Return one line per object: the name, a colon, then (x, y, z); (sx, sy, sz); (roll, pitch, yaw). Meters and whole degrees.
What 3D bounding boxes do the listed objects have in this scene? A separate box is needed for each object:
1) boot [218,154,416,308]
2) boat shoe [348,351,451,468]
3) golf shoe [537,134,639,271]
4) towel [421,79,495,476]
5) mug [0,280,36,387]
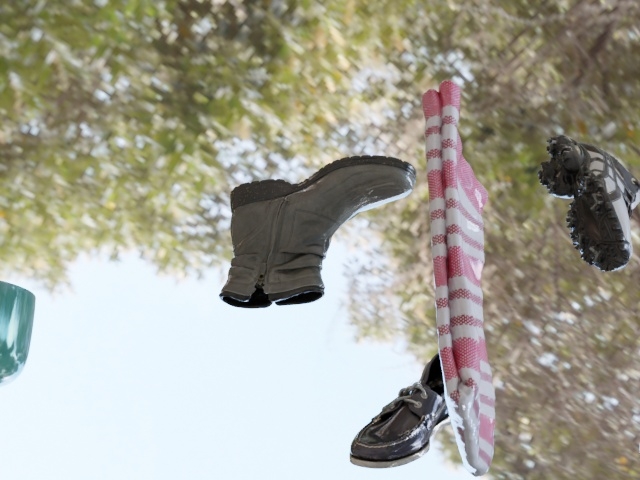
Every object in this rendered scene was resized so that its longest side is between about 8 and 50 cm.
boot: (0.000, 0.000, 1.659); (0.246, 0.083, 0.161); (-13, -122, 21)
boat shoe: (0.088, 0.166, 1.417); (0.075, 0.206, 0.065); (7, -71, 31)
golf shoe: (0.292, -0.041, 1.433); (0.198, 0.094, 0.077); (-104, -154, -50)
towel: (0.084, 0.025, 0.824); (0.029, 0.144, 0.197); (-6, -115, 9)
mug: (-0.357, 0.092, 1.360); (0.158, 0.129, 0.097); (6, -106, -8)
